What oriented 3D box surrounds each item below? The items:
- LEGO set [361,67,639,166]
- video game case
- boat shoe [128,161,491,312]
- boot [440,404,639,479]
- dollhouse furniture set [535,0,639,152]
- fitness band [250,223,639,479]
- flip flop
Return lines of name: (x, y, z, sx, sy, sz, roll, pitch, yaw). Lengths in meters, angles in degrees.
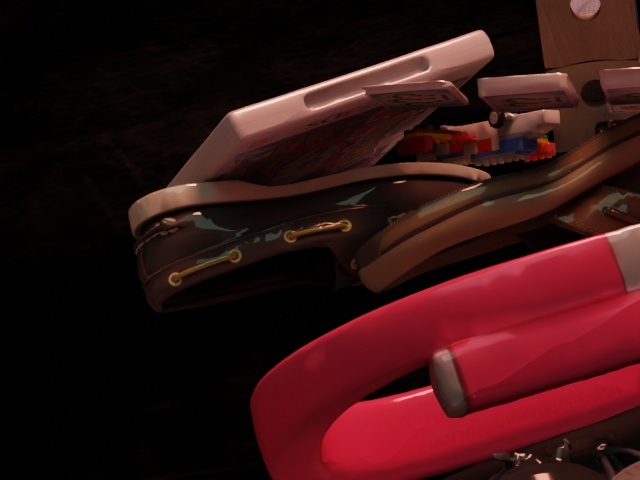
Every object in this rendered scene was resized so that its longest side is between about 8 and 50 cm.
LEGO set: (0.135, -0.063, 1.012, 0.182, 0.060, 0.244, -3, -3, 12)
video game case: (-0.007, -0.062, 1.057, 0.183, 0.023, 0.201, -21, -8, -26)
boat shoe: (0.000, 0.000, 1.015, 0.228, 0.068, 0.081, -7, -20, -11)
boot: (0.096, 0.178, 0.546, 0.445, 0.146, 0.367, -12, 27, -10)
dollhouse furniture set: (0.248, -0.155, 1.151, 0.184, 0.129, 0.129, -6, 26, 12)
fitness band: (0.113, 0.053, 0.741, 0.291, 0.054, 0.209, -15, -18, -7)
flip flop: (0.158, -0.012, 0.952, 0.277, 0.080, 0.112, -19, -14, -6)
